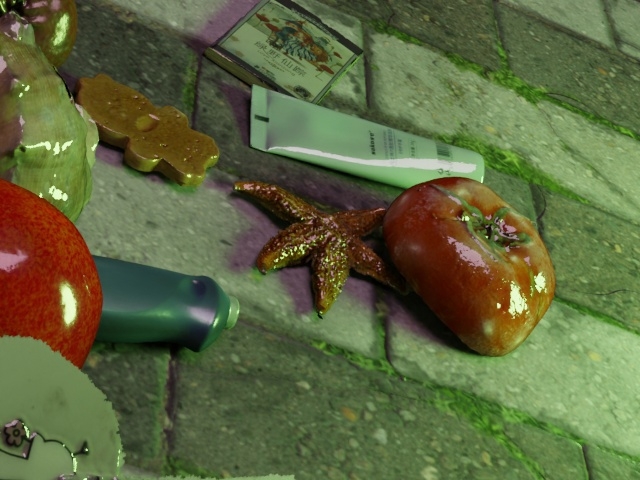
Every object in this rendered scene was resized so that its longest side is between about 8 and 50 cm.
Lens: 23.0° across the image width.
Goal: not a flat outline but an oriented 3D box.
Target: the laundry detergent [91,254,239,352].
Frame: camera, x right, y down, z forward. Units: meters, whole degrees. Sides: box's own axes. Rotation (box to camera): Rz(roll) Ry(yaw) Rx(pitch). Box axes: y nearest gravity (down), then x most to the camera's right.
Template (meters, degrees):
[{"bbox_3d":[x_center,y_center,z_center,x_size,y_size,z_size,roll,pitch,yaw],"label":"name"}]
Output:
[{"bbox_3d":[-0.168,0.064,1.560,0.206,0.061,0.097,10,33,-32],"label":"laundry detergent"}]

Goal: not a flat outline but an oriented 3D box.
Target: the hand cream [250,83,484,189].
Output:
[{"bbox_3d":[0.062,-0.118,1.983,0.320,0.067,0.109,16,47,-18],"label":"hand cream"}]

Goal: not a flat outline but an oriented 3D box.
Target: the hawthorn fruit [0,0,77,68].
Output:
[{"bbox_3d":[-0.337,-0.241,1.762,0.149,0.149,0.189,41,-1,12],"label":"hawthorn fruit"}]

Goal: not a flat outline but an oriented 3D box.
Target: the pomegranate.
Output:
[{"bbox_3d":[-0.311,0.060,1.316,0.256,0.221,0.221,-20,50,-4],"label":"pomegranate"}]

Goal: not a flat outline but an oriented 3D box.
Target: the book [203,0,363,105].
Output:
[{"bbox_3d":[-0.044,-0.253,2.093,0.157,0.026,0.231,34,34,2],"label":"book"}]

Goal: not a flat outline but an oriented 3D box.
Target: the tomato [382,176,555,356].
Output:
[{"bbox_3d":[0.188,0.017,1.845,0.236,0.095,0.237,28,38,-24],"label":"tomato"}]

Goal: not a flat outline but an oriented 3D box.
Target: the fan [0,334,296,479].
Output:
[{"bbox_3d":[-0.186,0.195,1.270,0.414,0.233,0.012,6,1,-35],"label":"fan"}]

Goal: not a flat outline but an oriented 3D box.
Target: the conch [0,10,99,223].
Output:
[{"bbox_3d":[-0.327,-0.113,1.564,0.324,0.186,0.263,-9,69,-44],"label":"conch"}]

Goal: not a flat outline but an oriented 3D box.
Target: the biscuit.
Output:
[{"bbox_3d":[-0.203,-0.123,1.796,0.184,0.027,0.133,24,35,-10],"label":"biscuit"}]

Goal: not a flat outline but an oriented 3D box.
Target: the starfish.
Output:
[{"bbox_3d":[0.000,-0.001,1.797,0.240,0.043,0.227,32,33,4],"label":"starfish"}]
